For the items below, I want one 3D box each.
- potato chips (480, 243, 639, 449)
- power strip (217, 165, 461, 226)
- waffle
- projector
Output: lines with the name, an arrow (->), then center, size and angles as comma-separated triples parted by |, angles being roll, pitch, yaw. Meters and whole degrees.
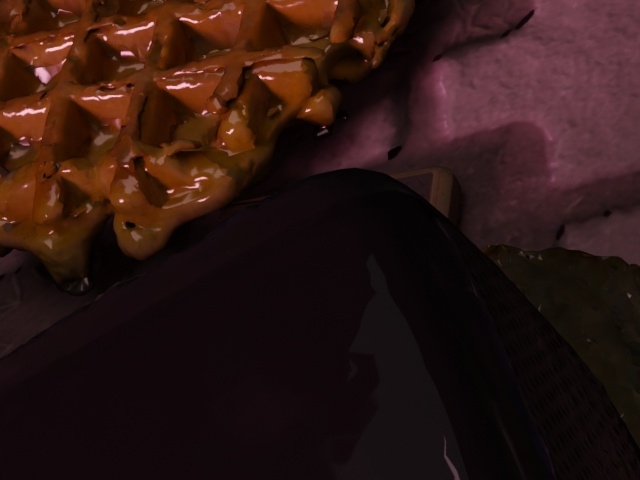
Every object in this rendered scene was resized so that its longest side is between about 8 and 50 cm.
potato chips -> 0.080, 0.143, 0.764 | 0.358, 0.070, 0.429 | -35, 43, 2
power strip -> 0.000, 0.000, 0.968 | 0.169, 0.028, 0.076 | -10, 49, 24
waffle -> -0.111, -0.147, 1.111 | 0.379, 0.095, 0.382 | -42, 42, -16
projector -> -0.034, 0.243, 0.570 | 0.395, 0.242, 0.405 | -32, 50, 16
